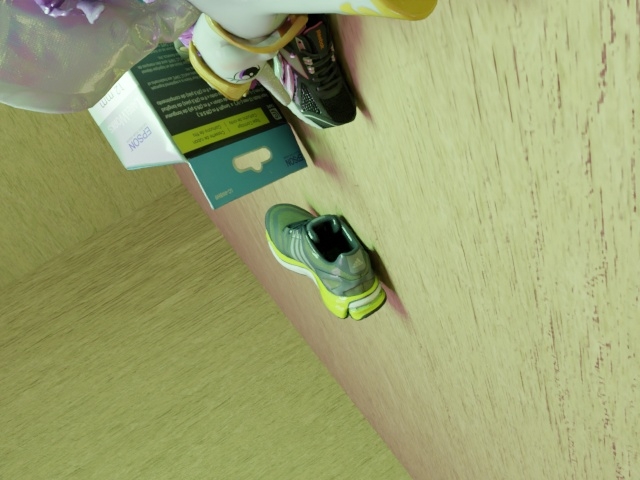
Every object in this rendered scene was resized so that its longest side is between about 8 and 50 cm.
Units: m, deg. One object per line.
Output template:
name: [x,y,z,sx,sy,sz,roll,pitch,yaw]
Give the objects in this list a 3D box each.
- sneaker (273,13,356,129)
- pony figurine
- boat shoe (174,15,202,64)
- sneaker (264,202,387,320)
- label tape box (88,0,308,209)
sneaker: [-0.015,-0.193,0.774,0.178,0.072,0.077,55,160,-18]
pony figurine: [-0.122,-0.223,0.583,0.351,0.303,0.363,25,167,-20]
boat shoe: [-0.132,-0.305,0.915,0.324,0.123,0.116,66,-157,-76]
sneaker: [0.000,0.000,1.208,0.300,0.111,0.121,38,148,46]
label tape box: [-0.197,-0.204,1.068,0.115,0.249,0.348,-30,92,36]
